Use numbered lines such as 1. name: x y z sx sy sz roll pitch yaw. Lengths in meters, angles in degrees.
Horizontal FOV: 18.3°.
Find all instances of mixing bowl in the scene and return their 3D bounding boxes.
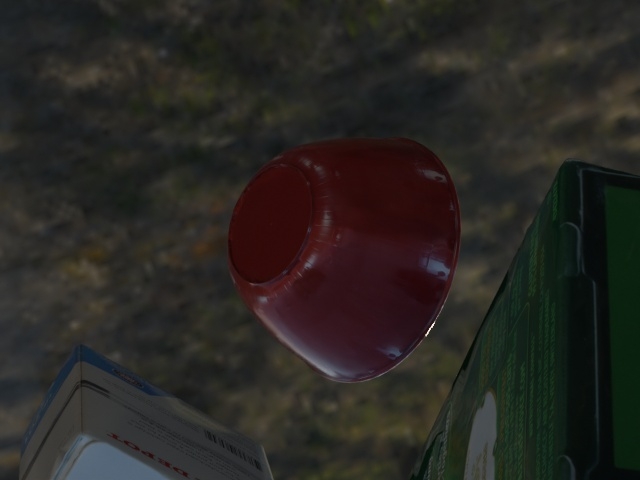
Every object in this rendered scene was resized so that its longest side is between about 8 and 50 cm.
1. mixing bowl: 0.000 0.000 1.382 0.098 0.181 0.181 21 140 -40

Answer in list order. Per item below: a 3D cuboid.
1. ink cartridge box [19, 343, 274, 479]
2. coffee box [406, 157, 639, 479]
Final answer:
1. ink cartridge box: -0.099 0.146 1.150 0.082 0.139 0.191 -58 -168 7
2. coffee box: 0.046 0.081 0.464 0.040 0.113 0.184 12 140 -7
